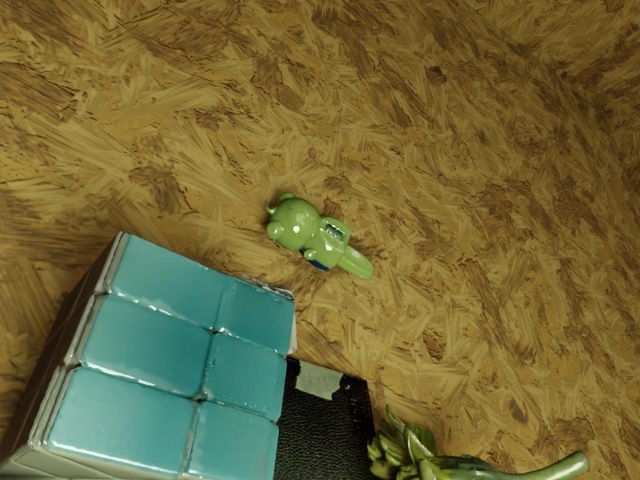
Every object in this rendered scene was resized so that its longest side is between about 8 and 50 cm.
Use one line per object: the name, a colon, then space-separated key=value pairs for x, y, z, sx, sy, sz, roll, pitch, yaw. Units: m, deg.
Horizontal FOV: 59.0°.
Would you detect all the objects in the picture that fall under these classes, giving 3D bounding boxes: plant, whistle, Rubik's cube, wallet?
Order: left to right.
Rubik's cube: x=-0.186 y=0.159 z=0.625 sx=0.231 sy=0.221 sz=0.224 roll=26 pitch=50 yaw=-26
wallet: x=-0.006 y=0.296 z=0.806 sx=0.221 sy=0.071 sz=0.262 roll=22 pitch=45 yaw=-28
whistle: x=0.000 y=0.000 z=0.982 sx=0.228 sy=0.085 sz=0.105 roll=33 pitch=47 yaw=-18
plant: x=0.197 y=0.387 z=0.780 sx=0.297 sy=0.306 sz=0.261 roll=11 pitch=76 yaw=12

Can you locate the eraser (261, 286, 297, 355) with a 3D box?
eraser: x=-0.071 y=0.126 z=0.885 sx=0.065 sy=0.026 sz=0.105 roll=19 pitch=53 yaw=-34
